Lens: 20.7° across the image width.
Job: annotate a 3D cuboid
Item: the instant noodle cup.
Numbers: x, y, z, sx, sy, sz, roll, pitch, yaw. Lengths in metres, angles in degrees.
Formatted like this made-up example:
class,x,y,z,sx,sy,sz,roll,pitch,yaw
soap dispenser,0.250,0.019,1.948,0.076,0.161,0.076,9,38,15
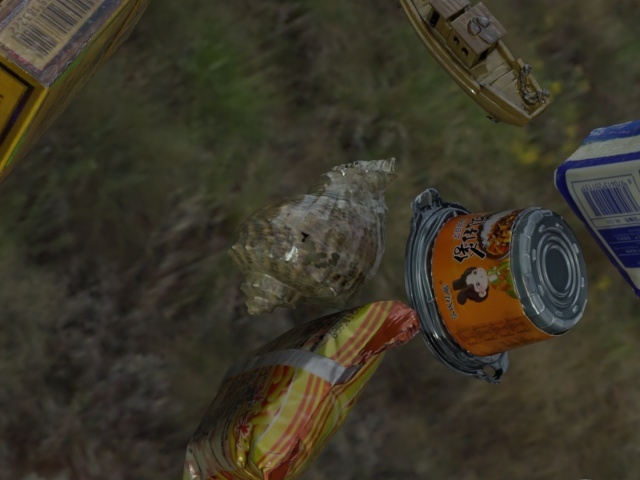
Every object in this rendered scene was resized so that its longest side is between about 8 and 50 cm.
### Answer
class,x,y,z,sx,sy,sz,roll,pitch,yaw
instant noodle cup,0.183,0.039,1.722,0.208,0.125,0.177,55,43,-25

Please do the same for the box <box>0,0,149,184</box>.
class,x,y,z,sx,sy,sz,roll,pitch,yaw
box,-0.237,-0.186,1.579,0.084,0.193,0.301,37,46,-5

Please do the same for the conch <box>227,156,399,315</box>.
class,x,y,z,sx,sy,sz,roll,pitch,yaw
conch,0.000,0.000,1.700,0.130,0.207,0.155,36,-17,10

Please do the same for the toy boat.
class,x,y,z,sx,sy,sz,roll,pitch,yaw
toy boat,0.141,-0.195,1.682,0.064,0.072,0.206,-36,79,-21

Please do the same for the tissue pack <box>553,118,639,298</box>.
class,x,y,z,sx,sy,sz,roll,pitch,yaw
tissue pack,0.405,-0.044,1.799,0.209,0.269,0.137,49,62,-19

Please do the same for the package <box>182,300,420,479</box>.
class,x,y,z,sx,sy,sz,roll,pitch,yaw
package,-0.041,0.164,1.698,0.108,0.288,0.223,39,61,-7
